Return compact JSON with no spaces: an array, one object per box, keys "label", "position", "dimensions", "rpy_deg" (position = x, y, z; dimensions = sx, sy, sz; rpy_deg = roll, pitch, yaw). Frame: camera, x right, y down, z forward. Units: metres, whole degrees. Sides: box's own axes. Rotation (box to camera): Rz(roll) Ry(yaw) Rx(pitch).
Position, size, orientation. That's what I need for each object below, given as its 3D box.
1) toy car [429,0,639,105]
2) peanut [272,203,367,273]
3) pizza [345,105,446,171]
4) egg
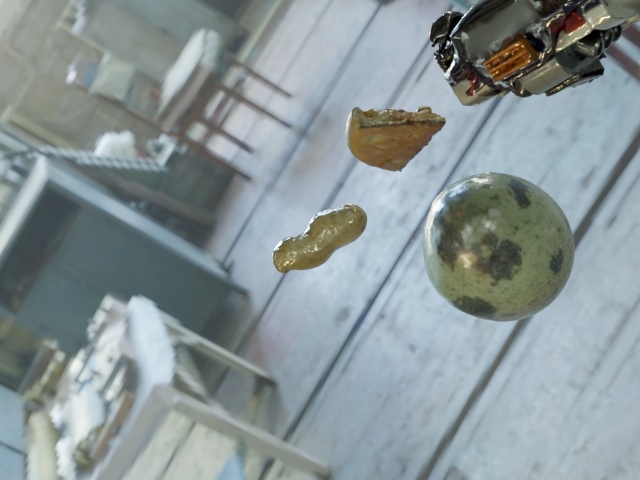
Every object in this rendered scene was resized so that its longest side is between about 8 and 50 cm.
[{"label":"toy car","position":[0.208,-0.199,1.041],"dimensions":[0.193,0.118,0.301],"rpy_deg":[-29,10,42]},{"label":"peanut","position":[0.000,0.000,1.013],"dimensions":[0.083,0.037,0.037],"rpy_deg":[-34,18,-3]},{"label":"pizza","position":[0.097,-0.141,1.662],"dimensions":[0.131,0.178,0.041],"rpy_deg":[-27,63,25]},{"label":"egg","position":[0.165,0.005,1.212],"dimensions":[0.141,0.182,0.141],"rpy_deg":[-9,70,25]}]
